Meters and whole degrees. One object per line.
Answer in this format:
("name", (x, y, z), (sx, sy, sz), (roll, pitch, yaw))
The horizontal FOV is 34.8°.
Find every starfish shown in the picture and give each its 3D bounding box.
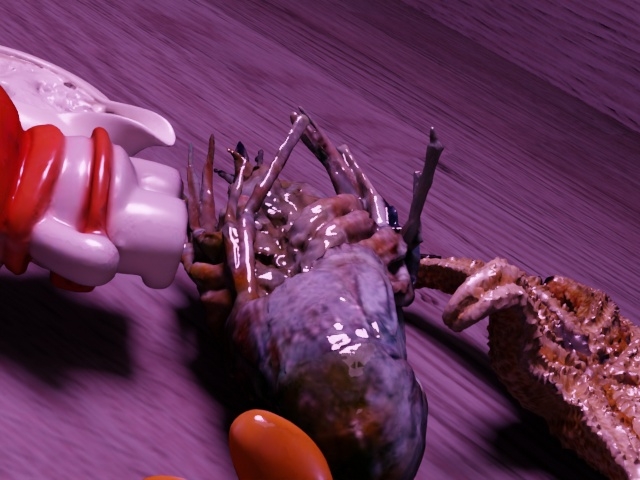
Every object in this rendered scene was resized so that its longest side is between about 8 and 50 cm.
("starfish", (0.162, 0.085, 0.703), (0.303, 0.113, 0.312), (43, 18, 32))

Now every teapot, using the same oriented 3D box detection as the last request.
("teapot", (-0.212, -0.082, 0.679), (0.226, 0.092, 0.145), (26, 18, 0))

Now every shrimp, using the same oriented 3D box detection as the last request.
("shrimp", (0.001, 0.002, 0.621), (0.372, 0.172, 0.137), (-111, 177, -46))

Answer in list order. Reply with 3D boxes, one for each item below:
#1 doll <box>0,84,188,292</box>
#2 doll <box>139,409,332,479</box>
("doll", (-0.215, -0.037, 0.524), (0.290, 0.129, 0.161), (12, 29, -19))
("doll", (0.018, 0.158, 0.346), (0.221, 0.143, 0.135), (29, -8, -8))
